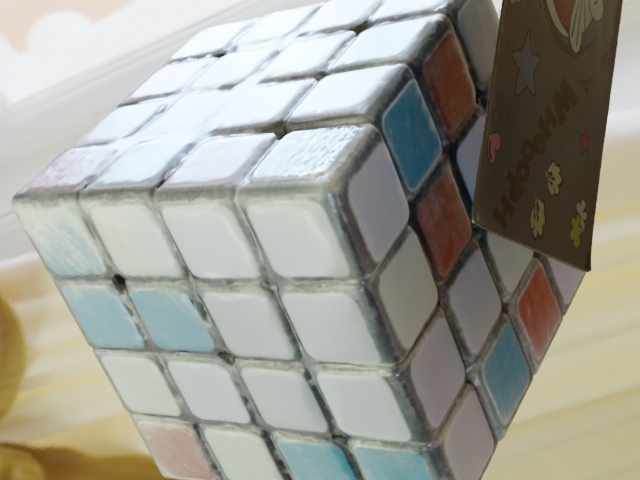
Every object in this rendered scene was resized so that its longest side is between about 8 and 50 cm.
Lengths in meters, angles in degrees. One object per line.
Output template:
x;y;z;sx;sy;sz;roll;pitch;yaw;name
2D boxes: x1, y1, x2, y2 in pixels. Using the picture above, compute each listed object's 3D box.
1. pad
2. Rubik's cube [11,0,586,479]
0.142;-0.113;0.713;0.170;0.006;0.245;19;-103;-56;pad
-0.001;0.000;0.831;0.253;0.256;0.259;-54;-51;-41;Rubik's cube
